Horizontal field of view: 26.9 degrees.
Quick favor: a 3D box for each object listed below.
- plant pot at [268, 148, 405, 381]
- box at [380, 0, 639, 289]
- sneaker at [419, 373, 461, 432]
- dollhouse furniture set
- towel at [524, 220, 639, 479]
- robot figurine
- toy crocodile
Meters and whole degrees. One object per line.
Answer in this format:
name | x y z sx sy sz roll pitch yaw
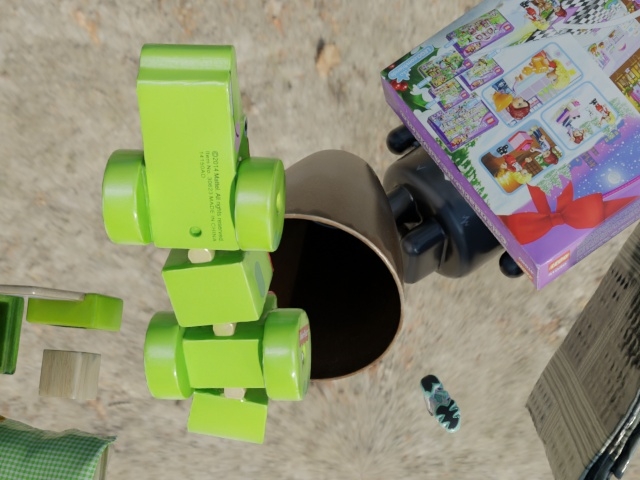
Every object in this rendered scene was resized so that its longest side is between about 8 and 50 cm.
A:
plant pot | 0.000 0.000 1.477 0.215 0.230 0.215 6 125 8
box | 0.221 -0.127 1.017 0.293 0.057 0.201 -35 69 -4
sneaker | 0.176 0.245 1.921 0.038 0.069 0.098 -21 53 -4
dollhouse furniture set | -0.327 0.193 1.342 0.198 0.151 0.301 1 82 32
towel | 0.339 0.123 1.476 0.056 0.324 0.312 29 103 -5
robot figurine | 0.190 -0.064 1.670 0.278 0.173 0.209 -33 105 -18
toy crocodile | -0.073 0.014 0.941 0.115 0.105 0.340 -2 124 10
